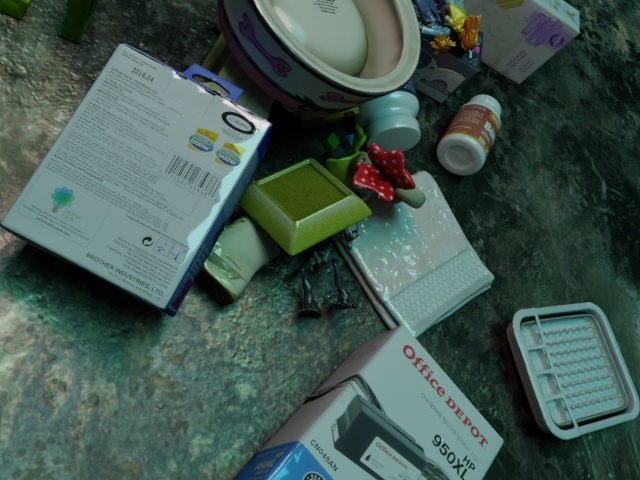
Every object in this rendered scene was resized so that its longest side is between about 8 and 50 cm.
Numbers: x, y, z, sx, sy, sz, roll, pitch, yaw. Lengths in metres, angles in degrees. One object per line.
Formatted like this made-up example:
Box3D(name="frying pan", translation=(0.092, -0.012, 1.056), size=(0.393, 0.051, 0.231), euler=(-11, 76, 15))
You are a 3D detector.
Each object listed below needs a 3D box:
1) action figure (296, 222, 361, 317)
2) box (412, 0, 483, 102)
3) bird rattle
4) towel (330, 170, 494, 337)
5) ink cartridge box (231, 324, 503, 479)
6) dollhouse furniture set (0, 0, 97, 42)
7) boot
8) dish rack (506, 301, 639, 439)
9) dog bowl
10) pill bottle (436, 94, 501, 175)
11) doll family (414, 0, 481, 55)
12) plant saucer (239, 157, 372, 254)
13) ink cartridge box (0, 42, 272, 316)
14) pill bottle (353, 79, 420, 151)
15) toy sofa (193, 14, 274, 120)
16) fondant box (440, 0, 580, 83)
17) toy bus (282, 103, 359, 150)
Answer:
Box3D(name="action figure", translation=(0.000, 0.000, 1.198), size=(0.164, 0.141, 0.275), euler=(-9, 73, 0))
Box3D(name="box", translation=(0.262, -0.488, 1.597), size=(0.247, 0.163, 0.142), euler=(24, 59, -18))
Box3D(name="bird rattle", translation=(0.132, -0.134, 1.258), size=(0.207, 0.253, 0.143), euler=(29, 89, -32))
Box3D(name="towel", translation=(0.204, 0.023, 1.371), size=(0.332, 0.053, 0.317), euler=(-26, 81, -38))
Box3D(name="ink cartridge box", translation=(0.084, 0.375, 1.044), size=(0.285, 0.166, 0.395), euler=(50, 51, 0))
Box3D(name="dollhouse furniture set", translation=(-0.491, -0.559, 1.189), size=(0.198, 0.151, 0.301), euler=(22, 56, -20))
Box3D(name="boot", translation=(-0.186, -0.010, 1.139), size=(0.213, 0.077, 0.165), euler=(48, 52, -7))
Box3D(name="dish rack", translation=(0.566, 0.292, 1.437), size=(0.333, 0.072, 0.285), euler=(-2, 66, -31))
Box3D(name="dog bowl", translation=(-0.010, -0.418, 1.168), size=(0.408, 0.150, 0.407), euler=(15, 63, -32))
Box3D(name="pill bottle", translation=(0.382, -0.272, 1.583), size=(0.121, 0.121, 0.216), euler=(39, 53, -8))
Box3D(name="doll family", translation=(0.274, -0.497, 1.435), size=(0.263, 0.118, 0.163), euler=(-10, 76, -31))
Box3D(name="plant saucer", translation=(-0.032, -0.079, 1.152), size=(0.188, 0.045, 0.188), euler=(-28, 52, -26))
Box3D(name="ink cartridge box", translation=(-0.255, -0.116, 0.995), size=(0.270, 0.151, 0.395), euler=(28, 78, -3))
Box3D(name="pill bottle", translation=(0.142, -0.340, 1.455), size=(0.153, 0.153, 0.264), euler=(3, 64, -30))
Box3D(name="toy sofa", translation=(-0.171, -0.331, 1.264), size=(0.177, 0.150, 0.362), euler=(35, 53, -22))
Box3D(name="fondant box", translation=(0.518, -0.615, 1.767), size=(0.330, 0.238, 0.096), euler=(24, 56, -19))
Box3D(name="toy bus", translation=(-0.014, -0.294, 1.365), size=(0.202, 0.104, 0.190), euler=(36, 60, -31))
